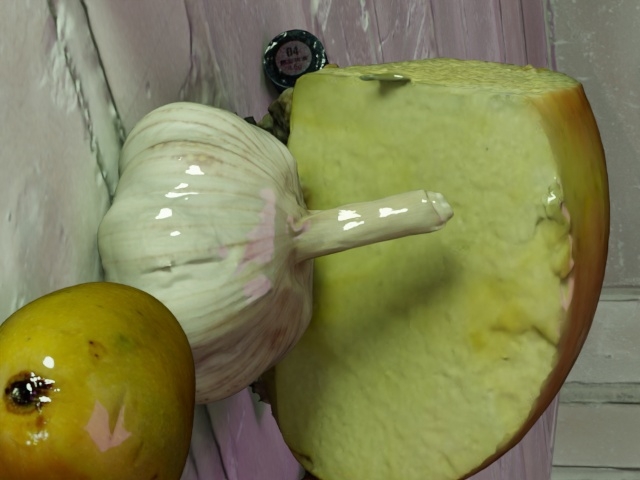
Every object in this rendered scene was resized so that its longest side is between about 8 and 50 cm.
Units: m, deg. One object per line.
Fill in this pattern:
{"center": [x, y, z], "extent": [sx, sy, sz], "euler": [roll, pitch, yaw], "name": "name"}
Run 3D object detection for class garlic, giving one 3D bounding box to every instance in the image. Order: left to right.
{"center": [-0.023, 0.008, 1.223], "extent": [0.199, 0.226, 0.199], "euler": [-5, 90, -79], "name": "garlic"}

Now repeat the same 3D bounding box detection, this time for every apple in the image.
{"center": [0.078, 0.025, 1.356], "extent": [0.314, 0.252, 0.309], "euler": [-136, -134, -73], "name": "apple"}

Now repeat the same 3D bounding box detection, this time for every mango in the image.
{"center": [-0.126, 0.093, 1.032], "extent": [0.253, 0.113, 0.138], "euler": [-46, 122, -80], "name": "mango"}

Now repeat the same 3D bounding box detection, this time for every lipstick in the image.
{"center": [-0.006, -0.122, 1.682], "extent": [0.234, 0.053, 0.053], "euler": [64, 29, -72], "name": "lipstick"}

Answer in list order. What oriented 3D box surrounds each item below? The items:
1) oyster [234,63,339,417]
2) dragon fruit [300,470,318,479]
{"center": [0.003, -0.005, 1.526], "extent": [0.197, 0.133, 0.337], "euler": [-80, 167, -49], "name": "oyster"}
{"center": [0.027, 0.262, 1.708], "extent": [0.122, 0.092, 0.192], "euler": [76, 19, -46], "name": "dragon fruit"}
